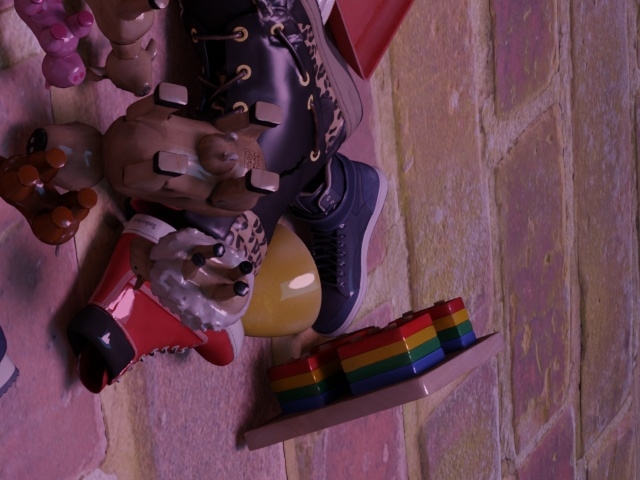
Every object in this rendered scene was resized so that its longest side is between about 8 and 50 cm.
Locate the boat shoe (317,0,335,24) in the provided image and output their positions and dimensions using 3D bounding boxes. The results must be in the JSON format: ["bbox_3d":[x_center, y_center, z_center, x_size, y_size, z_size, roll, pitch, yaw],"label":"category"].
[{"bbox_3d":[-0.039,-0.371,1.861,0.096,0.098,0.277,-4,95,-46],"label":"boat shoe"}]

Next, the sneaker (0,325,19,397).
[{"bbox_3d":[-0.345,0.109,1.334,0.319,0.112,0.131,-74,147,-75],"label":"sneaker"}]

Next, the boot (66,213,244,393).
[{"bbox_3d":[-0.178,0.108,1.733,0.176,0.088,0.244,-61,146,-21],"label":"boot"}]

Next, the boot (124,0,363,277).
[{"bbox_3d":[-0.109,-0.144,1.736,0.284,0.138,0.377,-62,142,-26],"label":"boot"}]

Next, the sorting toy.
[{"bbox_3d":[0.059,0.154,2.022,0.257,0.255,0.089,-20,89,-61],"label":"sorting toy"}]

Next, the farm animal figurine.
[{"bbox_3d":[-0.180,-0.110,1.559,0.327,0.172,0.330,27,64,-22],"label":"farm animal figurine"}]

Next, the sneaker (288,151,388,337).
[{"bbox_3d":[-0.001,-0.001,2.018,0.163,0.086,0.226,23,78,-59],"label":"sneaker"}]

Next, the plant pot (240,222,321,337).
[{"bbox_3d":[-0.079,0.056,1.862,0.095,0.134,0.134,-20,115,-39],"label":"plant pot"}]

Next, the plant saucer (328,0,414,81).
[{"bbox_3d":[0.054,-0.378,2.071,0.259,0.048,0.258,-62,145,-35],"label":"plant saucer"}]
